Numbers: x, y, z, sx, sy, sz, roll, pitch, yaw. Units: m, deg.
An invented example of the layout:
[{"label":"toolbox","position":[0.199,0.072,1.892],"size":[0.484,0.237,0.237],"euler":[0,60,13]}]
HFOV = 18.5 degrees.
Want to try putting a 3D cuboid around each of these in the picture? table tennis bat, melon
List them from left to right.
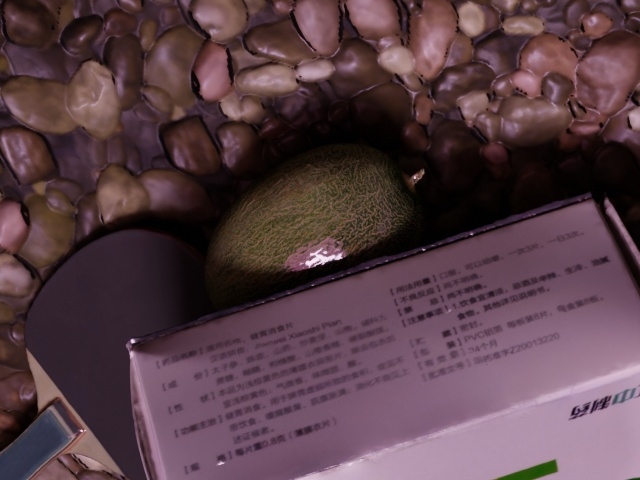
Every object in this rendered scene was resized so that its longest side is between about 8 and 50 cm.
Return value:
[{"label":"table tennis bat","position":[-0.160,0.112,1.411],"size":[0.173,0.022,0.301],"euler":[51,123,7]},{"label":"melon","position":[0.000,0.000,1.281],"size":[0.167,0.114,0.114],"euler":[-32,109,16]}]

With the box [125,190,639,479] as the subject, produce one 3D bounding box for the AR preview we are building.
[{"label":"box","position":[0.062,0.114,1.234],"size":[0.333,0.145,0.173],"euler":[-18,141,-2]}]
